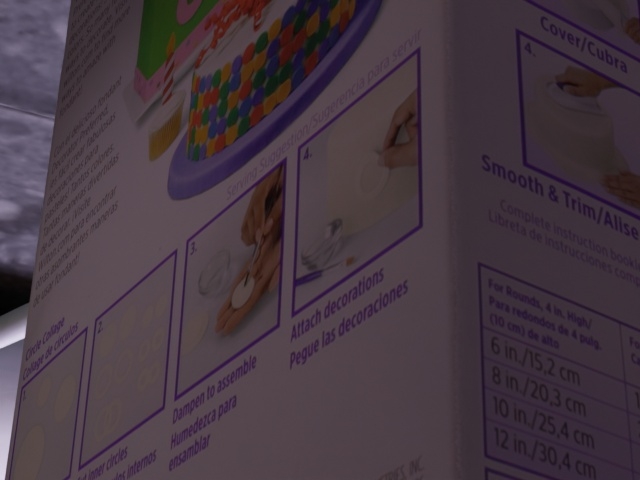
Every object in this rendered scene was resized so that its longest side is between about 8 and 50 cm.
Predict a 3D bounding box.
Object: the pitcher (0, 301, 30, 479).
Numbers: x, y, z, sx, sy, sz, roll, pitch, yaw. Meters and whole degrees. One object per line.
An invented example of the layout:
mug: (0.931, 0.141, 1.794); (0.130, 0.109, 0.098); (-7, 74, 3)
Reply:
pitcher: (-0.177, 0.079, 0.818); (0.207, 0.125, 0.178); (-3, 142, -8)

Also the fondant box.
fondant box: (0.000, 0.000, 0.480); (0.096, 0.330, 0.238); (20, 143, -28)
